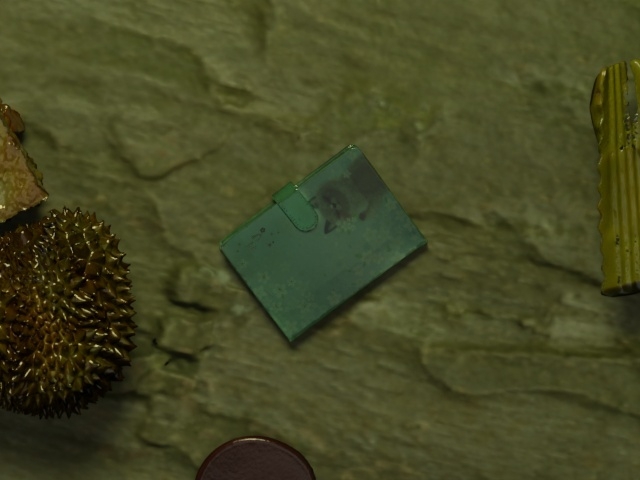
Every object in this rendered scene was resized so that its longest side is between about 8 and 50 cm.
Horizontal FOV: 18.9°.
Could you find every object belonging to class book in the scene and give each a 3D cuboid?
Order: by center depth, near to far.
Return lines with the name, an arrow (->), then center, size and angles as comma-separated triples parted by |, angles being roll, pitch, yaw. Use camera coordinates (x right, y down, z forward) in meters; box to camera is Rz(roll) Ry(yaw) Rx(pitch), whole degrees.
book -> 0.000, 0.000, 1.497 | 0.135, 0.017, 0.103 | -36, 101, 3

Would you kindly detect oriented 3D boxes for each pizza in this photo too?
pizza -> -0.273, -0.052, 1.456 | 0.134, 0.046, 0.175 | 27, 97, -7

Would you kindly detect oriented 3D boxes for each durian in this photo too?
durian -> -0.216, 0.058, 1.441 | 0.158, 0.137, 0.168 | -3, 114, 9

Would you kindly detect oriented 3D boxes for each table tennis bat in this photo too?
table tennis bat -> -0.027, 0.214, 1.533 | 0.154, 0.019, 0.098 | 21, 97, -4

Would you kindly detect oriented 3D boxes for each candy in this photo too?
candy -> 0.347, -0.070, 1.480 | 0.297, 0.081, 0.187 | -10, 101, -13
